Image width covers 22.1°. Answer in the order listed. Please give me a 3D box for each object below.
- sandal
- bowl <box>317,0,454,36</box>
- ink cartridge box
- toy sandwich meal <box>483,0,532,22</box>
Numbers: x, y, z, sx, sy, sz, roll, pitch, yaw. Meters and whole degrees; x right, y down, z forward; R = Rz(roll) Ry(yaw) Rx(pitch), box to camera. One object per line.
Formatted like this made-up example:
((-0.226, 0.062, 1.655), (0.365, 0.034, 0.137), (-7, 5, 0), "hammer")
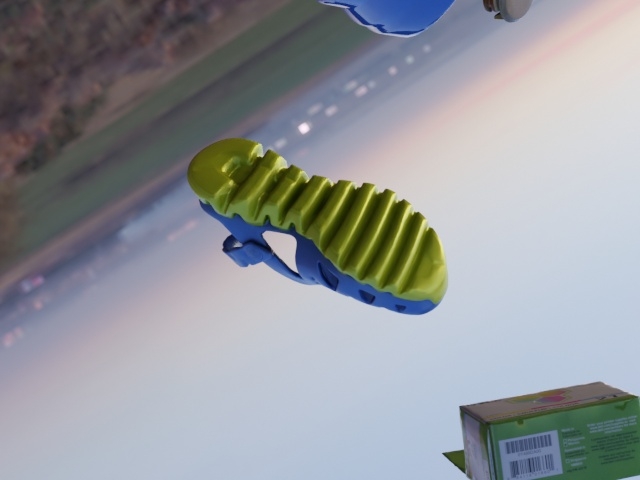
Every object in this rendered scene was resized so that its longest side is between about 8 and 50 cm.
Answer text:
((0.000, 0.000, 1.810), (0.126, 0.317, 0.138), (-48, 154, -33), "sandal")
((0.071, -0.350, 1.227), (0.077, 0.391, 0.391), (11, 168, -16), "bowl")
((0.258, 0.229, 1.980), (0.189, 0.097, 0.255), (-9, -174, -11), "ink cartridge box")
((0.227, -0.300, 1.968), (0.029, 0.085, 0.085), (18, -143, 35), "toy sandwich meal")
